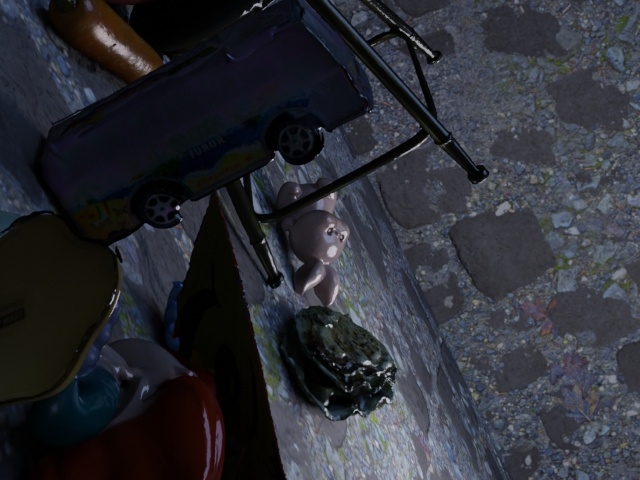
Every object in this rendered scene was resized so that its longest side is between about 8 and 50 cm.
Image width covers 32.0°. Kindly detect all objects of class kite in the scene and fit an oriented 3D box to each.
[{"bbox_3d":[-0.085,0.147,0.932,0.327,0.013,0.378,-153,-115,-65],"label":"kite"}]

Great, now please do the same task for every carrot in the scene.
[{"bbox_3d":[-0.253,-0.239,1.326,0.067,0.067,0.225,69,12,17],"label":"carrot"}]

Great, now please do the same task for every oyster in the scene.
[{"bbox_3d":[0.025,0.179,1.646,0.198,0.112,0.267,47,16,14],"label":"oyster"}]

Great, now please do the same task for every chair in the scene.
[{"bbox_3d":[-0.038,-0.249,1.614,0.410,0.361,0.365,52,17,-34],"label":"chair"}]

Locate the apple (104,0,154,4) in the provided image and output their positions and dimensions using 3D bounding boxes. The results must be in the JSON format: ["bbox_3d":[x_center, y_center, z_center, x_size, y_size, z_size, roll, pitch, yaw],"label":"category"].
[{"bbox_3d":[-0.226,-0.464,1.393,0.345,0.269,0.345,61,12,-22],"label":"apple"}]

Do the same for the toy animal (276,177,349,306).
[{"bbox_3d":[0.001,-0.001,1.829,0.124,0.124,0.213,49,17,-54],"label":"toy animal"}]

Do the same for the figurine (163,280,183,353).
[{"bbox_3d":[-0.128,0.086,1.191,0.114,0.079,0.114,-4,96,-40],"label":"figurine"}]

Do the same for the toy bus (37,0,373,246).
[{"bbox_3d":[-0.113,-0.116,1.082,0.138,0.316,0.112,56,12,-31],"label":"toy bus"}]

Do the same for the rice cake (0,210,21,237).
[{"bbox_3d":[-0.275,-0.007,0.854,0.042,0.030,0.180,55,10,13],"label":"rice cake"}]

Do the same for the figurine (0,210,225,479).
[{"bbox_3d":[-0.160,0.127,0.806,0.208,0.181,0.257,24,-19,37],"label":"figurine"}]
